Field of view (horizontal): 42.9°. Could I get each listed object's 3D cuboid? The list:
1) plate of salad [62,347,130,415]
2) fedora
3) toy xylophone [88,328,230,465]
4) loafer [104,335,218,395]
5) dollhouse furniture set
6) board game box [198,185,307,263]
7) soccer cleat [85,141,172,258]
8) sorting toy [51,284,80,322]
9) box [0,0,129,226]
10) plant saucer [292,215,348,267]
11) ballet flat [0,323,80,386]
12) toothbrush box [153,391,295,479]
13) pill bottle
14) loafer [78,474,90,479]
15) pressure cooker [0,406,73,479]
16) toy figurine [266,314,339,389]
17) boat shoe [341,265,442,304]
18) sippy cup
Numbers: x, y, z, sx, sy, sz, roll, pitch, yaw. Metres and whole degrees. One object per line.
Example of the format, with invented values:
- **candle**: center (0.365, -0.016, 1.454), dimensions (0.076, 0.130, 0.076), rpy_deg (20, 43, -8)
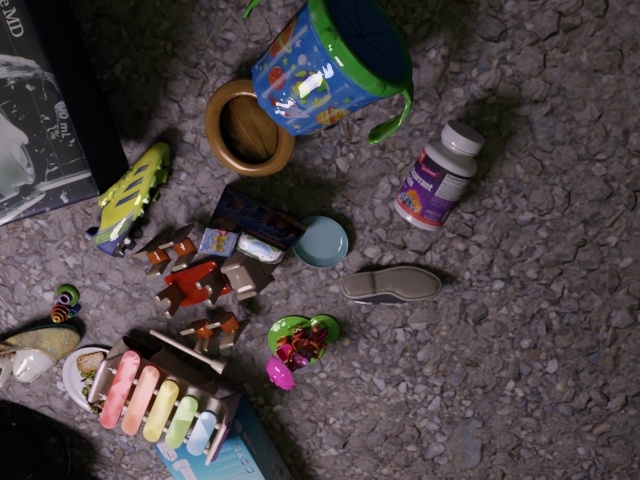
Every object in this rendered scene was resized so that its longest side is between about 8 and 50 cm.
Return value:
- **plate of salad**: center (-0.525, 0.344, 1.940), dimensions (0.199, 0.048, 0.200), rpy_deg (4, 116, 9)
- **fedora**: center (-0.128, -0.221, 1.572), dimensions (0.194, 0.079, 0.194), rpy_deg (5, 110, 12)
- **toy xylophone**: center (-0.334, 0.332, 1.761), dimensions (0.322, 0.081, 0.236), rpy_deg (19, 109, 7)
- **loafer**: center (-0.359, 0.290, 1.849), dimensions (0.268, 0.102, 0.092), rpy_deg (17, 106, -2)
- **dollhouse furniture set**: center (-0.221, 0.081, 1.731), dimensions (0.259, 0.135, 0.262), rpy_deg (-17, 111, 31)
- **board game box**: center (-0.148, -0.014, 1.597), dimensions (0.194, 0.194, 0.060), rpy_deg (26, 118, 8)
- **soccer cleat**: center (-0.402, -0.092, 1.683), dimensions (0.121, 0.093, 0.289), rpy_deg (33, 117, 2)
- **sorting toy**: center (-0.586, 0.154, 1.864), dimensions (0.061, 0.042, 0.102), rpy_deg (23, 117, 0)
- **box**: center (-0.666, -0.259, 1.465), dimensions (0.471, 0.297, 0.480), rpy_deg (-18, 106, 1)
- **plant saucer**: center (0.000, 0.000, 1.685), dimensions (0.119, 0.021, 0.119), rpy_deg (5, 115, 10)
- **ballet flat**: center (-0.718, 0.285, 1.907), dimensions (0.348, 0.123, 0.123), rpy_deg (-12, 112, 17)
- **toothbrush box**: center (-0.218, 0.533, 1.925), dimensions (0.216, 0.126, 0.296), rpy_deg (-21, 109, 19)
- **pill bottle**: center (0.227, -0.124, 1.531), dimensions (0.108, 0.108, 0.193), rpy_deg (27, 117, -2)
- **loafer**: center (-0.628, 0.669, 2.120), dimensions (0.170, 0.062, 0.061), rpy_deg (-48, 60, 33)
- **pressure cooker**: center (-0.811, 0.666, 1.979), dimensions (0.370, 0.375, 0.420), rpy_deg (44, 124, 33)
- **toy figurine**: center (-0.047, 0.247, 1.736), dimensions (0.173, 0.159, 0.130), rpy_deg (-25, 108, 20)
- **boat shoe**: center (0.148, 0.098, 1.694), dimensions (0.206, 0.075, 0.065), rpy_deg (-2, 158, 6)
- **sippy cup**: center (0.006, -0.306, 1.438), dimensions (0.224, 0.240, 0.306), rpy_deg (-33, 81, 34)
